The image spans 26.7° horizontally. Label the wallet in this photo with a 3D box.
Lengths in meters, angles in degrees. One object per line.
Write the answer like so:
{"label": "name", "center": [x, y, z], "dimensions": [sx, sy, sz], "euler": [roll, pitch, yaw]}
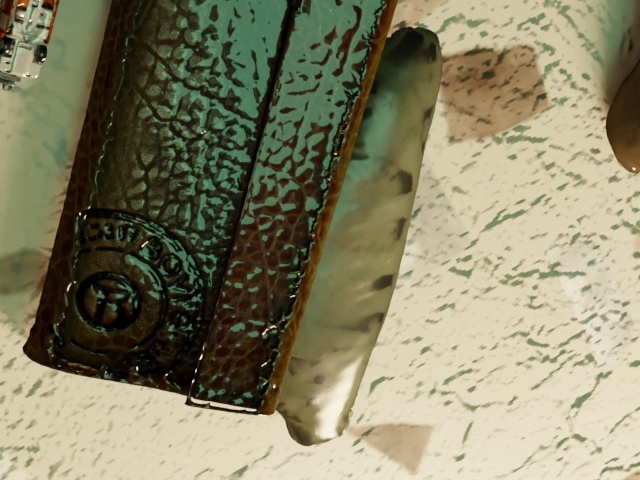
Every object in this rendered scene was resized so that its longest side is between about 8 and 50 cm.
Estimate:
{"label": "wallet", "center": [-0.052, -0.037, 0.646], "dimensions": [0.133, 0.039, 0.243], "euler": [14, 107, -11]}

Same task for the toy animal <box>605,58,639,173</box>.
{"label": "toy animal", "center": [0.221, -0.129, 0.739], "dimensions": [0.186, 0.093, 0.214], "euler": [19, 111, -25]}

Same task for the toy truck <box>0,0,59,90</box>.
{"label": "toy truck", "center": [-0.131, -0.105, 0.600], "dimensions": [0.024, 0.032, 0.083], "euler": [9, 106, -34]}

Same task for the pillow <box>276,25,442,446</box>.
{"label": "pillow", "center": [-0.001, 0.001, 0.707], "dimensions": [0.093, 0.051, 0.241], "euler": [7, 110, -18]}
